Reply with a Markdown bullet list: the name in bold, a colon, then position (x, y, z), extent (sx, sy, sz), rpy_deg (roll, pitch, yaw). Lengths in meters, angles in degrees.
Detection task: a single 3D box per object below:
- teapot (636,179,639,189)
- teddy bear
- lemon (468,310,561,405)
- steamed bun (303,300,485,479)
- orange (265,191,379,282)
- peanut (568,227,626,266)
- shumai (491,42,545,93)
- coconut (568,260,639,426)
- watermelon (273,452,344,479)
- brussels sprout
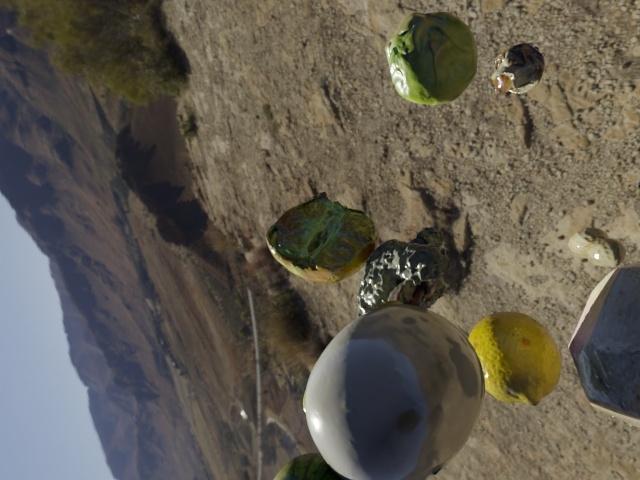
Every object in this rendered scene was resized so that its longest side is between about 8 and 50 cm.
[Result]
- **teapot**: position (0.958, -0.290, 1.150), extent (0.253, 0.300, 0.343), rpy_deg (13, 93, 34)
- **teddy bear**: position (0.267, 0.127, 1.268), extent (0.224, 0.368, 0.357), rpy_deg (38, 116, 36)
- **lemon**: position (0.511, 0.310, 1.186), extent (0.253, 0.229, 0.228), rpy_deg (-96, -3, -69)
- **steamed bun**: position (0.147, 0.312, 0.918), extent (0.334, 0.374, 0.334), rpy_deg (46, 173, 7)
- **orange**: position (0.001, 0.009, 1.342), extent (0.335, 0.262, 0.196), rpy_deg (19, 129, 17)
- **peanut**: position (0.973, 0.021, 1.578), extent (0.256, 0.124, 0.123), rpy_deg (-80, -26, -80)
- **shumai**: position (0.534, -0.466, 1.242), extent (0.145, 0.116, 0.145), rpy_deg (33, 138, 36)
- **coconut**: position (0.655, 0.184, 0.817), extent (0.352, 0.353, 0.352), rpy_deg (41, 142, 43)
- **watermelon**: position (-0.025, 0.534, 0.975), extent (0.232, 0.204, 0.127), rpy_deg (34, -149, -61)
- **brussels sprout**: position (0.262, -0.420, 1.050), extent (0.161, 0.223, 0.223), rpy_deg (-92, 4, -51)
